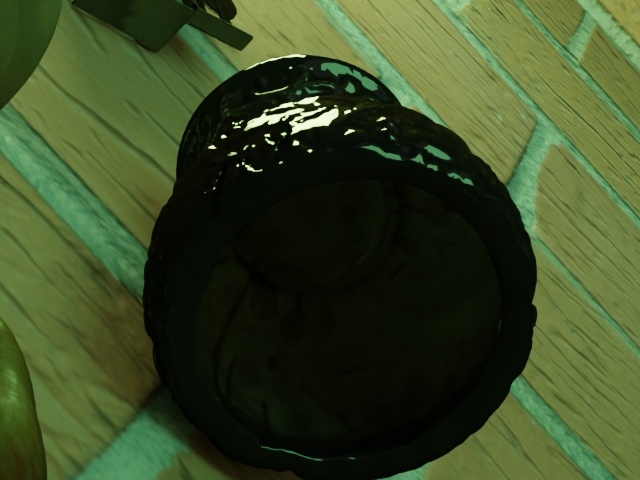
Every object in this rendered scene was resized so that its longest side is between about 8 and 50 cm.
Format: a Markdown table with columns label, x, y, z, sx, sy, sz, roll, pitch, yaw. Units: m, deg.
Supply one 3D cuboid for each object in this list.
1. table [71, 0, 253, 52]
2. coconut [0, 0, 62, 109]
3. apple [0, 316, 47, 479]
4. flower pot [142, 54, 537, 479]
| label | x | y | z | sx | sy | sz | roll | pitch | yaw |
| --- | --- | --- | --- | --- | --- | --- | --- | --- | --- |
| table | -0.158 | -0.243 | 1.563 | 0.175 | 0.062 | 0.146 | 25 | 32 | -43 |
| coconut | -0.265 | -0.163 | 1.063 | 0.224 | 0.224 | 0.224 | 40 | 24 | -21 |
| apple | -0.219 | 0.096 | 0.732 | 0.211 | 0.188 | 0.211 | 42 | 19 | -18 |
| flower pot | 0.000 | 0.000 | 1.240 | 0.266 | 0.266 | 0.267 | 39 | 13 | -23 |
